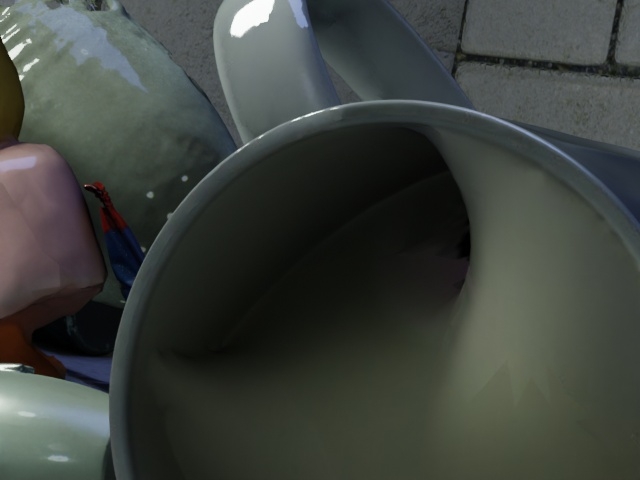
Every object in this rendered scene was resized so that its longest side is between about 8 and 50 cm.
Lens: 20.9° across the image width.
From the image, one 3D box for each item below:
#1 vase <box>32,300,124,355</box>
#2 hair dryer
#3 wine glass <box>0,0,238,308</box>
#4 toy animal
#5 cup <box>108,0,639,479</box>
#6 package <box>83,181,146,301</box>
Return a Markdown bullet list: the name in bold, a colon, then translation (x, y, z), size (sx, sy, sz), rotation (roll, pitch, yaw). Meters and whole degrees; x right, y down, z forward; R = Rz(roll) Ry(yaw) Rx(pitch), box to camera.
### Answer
- **vase**: translation (-0.286, 0.020, 1.618), size (0.301, 0.156, 0.251), rotation (20, -18, 39)
- **hair dryer**: translation (-0.171, 0.113, 0.829), size (0.229, 0.092, 0.267), rotation (5, -12, 2)
- **wine glass**: translation (-0.115, -0.019, 1.198), size (0.357, 0.190, 0.190), rotation (43, 13, 16)
- **toy animal**: translation (-0.236, -0.034, 1.057), size (0.169, 0.281, 0.195), rotation (-33, -11, 16)
- **cup**: translation (0.067, 0.030, 0.783), size (0.237, 0.323, 0.327), rotation (-27, -10, 20)
- **package**: translation (-0.098, 0.056, 1.058), size (0.022, 0.200, 0.083), rotation (-24, 3, -5)
